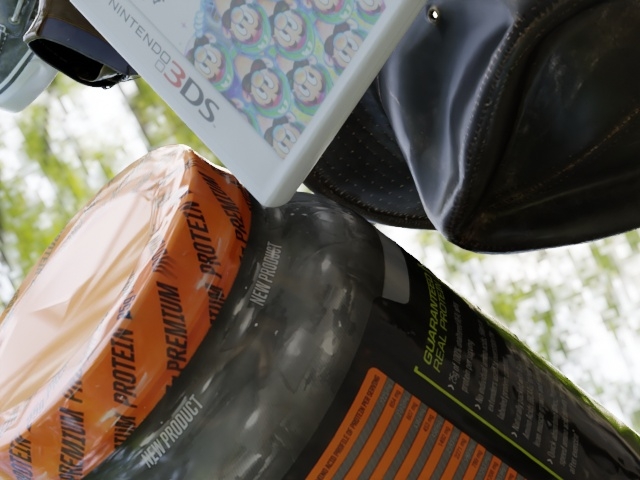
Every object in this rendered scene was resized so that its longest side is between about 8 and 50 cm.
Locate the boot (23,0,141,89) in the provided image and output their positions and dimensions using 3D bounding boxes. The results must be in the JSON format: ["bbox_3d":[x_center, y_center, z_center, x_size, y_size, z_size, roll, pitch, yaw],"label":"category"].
[{"bbox_3d":[-0.169,-0.157,1.532,0.219,0.082,0.106,39,-125,-22],"label":"boot"}]

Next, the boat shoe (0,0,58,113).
[{"bbox_3d":[-0.280,-0.262,1.651,0.119,0.335,0.121,15,-137,-24],"label":"boat shoe"}]

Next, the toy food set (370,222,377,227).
[{"bbox_3d":[0.000,0.000,1.566,0.038,0.132,0.192,32,180,13],"label":"toy food set"}]

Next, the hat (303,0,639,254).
[{"bbox_3d":[0.117,-0.075,0.794,0.331,0.331,0.134,43,-149,-36],"label":"hat"}]

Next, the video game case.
[{"bbox_3d":[-0.023,-0.116,0.636,0.143,0.157,0.019,47,-149,20],"label":"video game case"}]

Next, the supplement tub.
[{"bbox_3d":[0.018,0.118,0.782,0.338,0.207,0.207,38,-144,-21],"label":"supplement tub"}]
